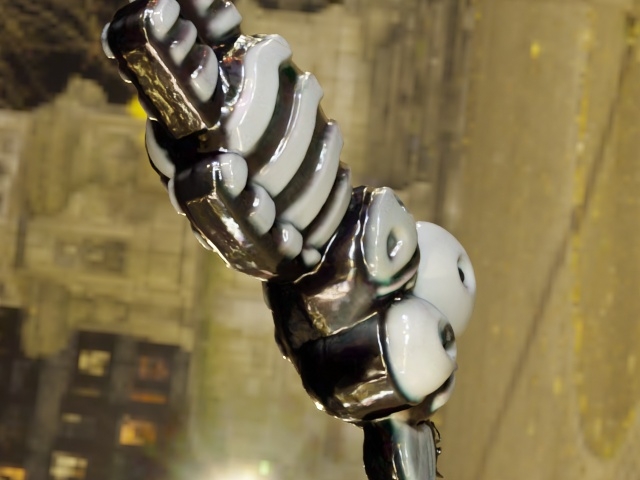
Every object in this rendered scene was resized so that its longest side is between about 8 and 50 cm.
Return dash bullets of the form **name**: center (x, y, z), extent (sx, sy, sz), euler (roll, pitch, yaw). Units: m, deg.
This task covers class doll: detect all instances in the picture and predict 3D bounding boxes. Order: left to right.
- **doll**: center (0.000, 0.000, 0.599), extent (0.219, 0.067, 0.091), euler (58, -154, -29)
